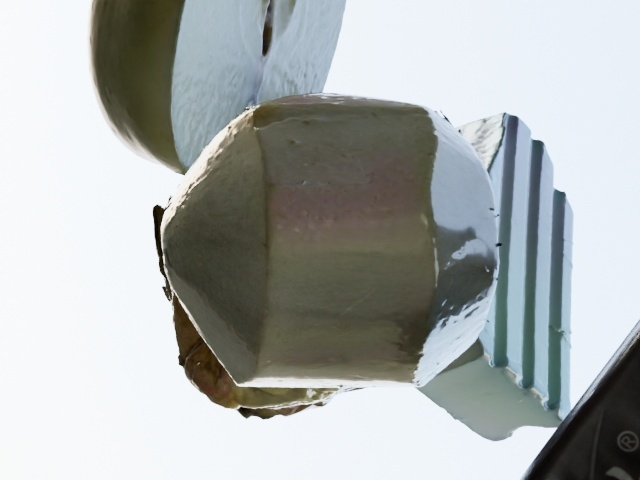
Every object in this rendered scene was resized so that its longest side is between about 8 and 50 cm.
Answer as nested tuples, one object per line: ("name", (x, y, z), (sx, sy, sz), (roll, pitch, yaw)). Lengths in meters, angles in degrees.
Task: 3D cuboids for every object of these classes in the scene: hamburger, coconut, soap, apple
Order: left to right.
("apple", (-0.074, -0.238, 1.381), (0.320, 0.312, 0.360), (21, -82, 64))
("hamburger", (-0.032, 0.081, 1.408), (0.330, 0.209, 0.162), (12, -7, 19))
("coconut", (0.001, 0.001, 0.978), (0.241, 0.241, 0.241), (40, -28, 26))
("soap", (0.196, 0.029, 1.614), (0.115, 0.347, 0.208), (-18, -41, 34))

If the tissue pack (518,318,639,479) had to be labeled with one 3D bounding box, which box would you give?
("tissue pack", (0.253, 0.151, 0.886), (0.198, 0.370, 0.210), (37, -17, 14))
